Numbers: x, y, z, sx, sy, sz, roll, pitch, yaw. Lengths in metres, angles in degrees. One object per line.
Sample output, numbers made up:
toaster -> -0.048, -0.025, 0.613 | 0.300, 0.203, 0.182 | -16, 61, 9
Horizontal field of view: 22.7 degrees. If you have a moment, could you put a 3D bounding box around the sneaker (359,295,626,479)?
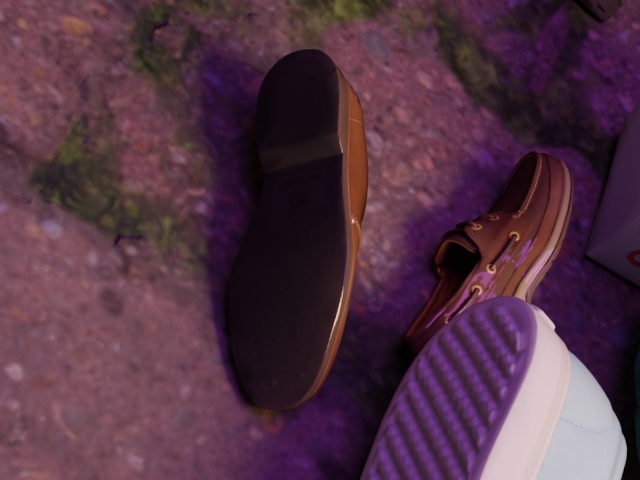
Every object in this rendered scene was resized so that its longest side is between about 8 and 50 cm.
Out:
sneaker -> 0.072, 0.212, 0.809 | 0.150, 0.135, 0.366 | 42, 63, -24

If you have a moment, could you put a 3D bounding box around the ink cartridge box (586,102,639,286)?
ink cartridge box -> 0.347, -0.006, 1.004 | 0.289, 0.211, 0.121 | 29, 58, -10

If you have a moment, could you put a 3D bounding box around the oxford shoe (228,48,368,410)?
oxford shoe -> 0.000, 0.000, 0.919 | 0.076, 0.076, 0.212 | 38, 55, -55

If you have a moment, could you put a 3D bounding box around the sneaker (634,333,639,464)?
sneaker -> 0.310, 0.161, 0.950 | 0.296, 0.124, 0.178 | 28, 52, -3

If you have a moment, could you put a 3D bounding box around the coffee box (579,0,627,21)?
coffee box -> 0.149, -0.317, 1.088 | 0.297, 0.168, 0.119 | 40, 55, -4

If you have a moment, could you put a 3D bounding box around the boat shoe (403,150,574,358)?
boat shoe -> 0.103, 0.009, 0.963 | 0.060, 0.064, 0.178 | 33, 58, -10
